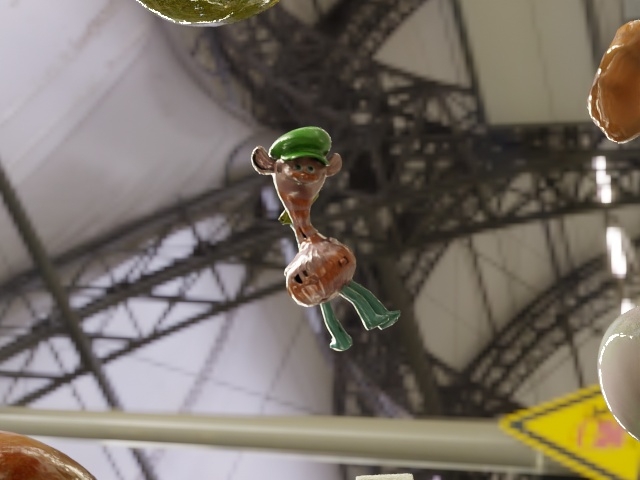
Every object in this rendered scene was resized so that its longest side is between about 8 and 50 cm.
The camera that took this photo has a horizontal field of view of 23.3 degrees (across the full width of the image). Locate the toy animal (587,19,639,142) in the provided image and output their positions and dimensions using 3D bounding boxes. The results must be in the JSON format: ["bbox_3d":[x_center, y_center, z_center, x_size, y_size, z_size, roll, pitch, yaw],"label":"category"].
[{"bbox_3d":[0.396,-0.106,1.194,0.216,0.338,0.191,-62,-30,-9],"label":"toy animal"}]

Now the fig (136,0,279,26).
[{"bbox_3d":[-0.072,-0.308,1.259,0.239,0.271,0.239,56,-165,-23],"label":"fig"}]

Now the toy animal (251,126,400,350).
[{"bbox_3d":[0.000,0.000,1.473,0.103,0.100,0.208,131,115,-78],"label":"toy animal"}]

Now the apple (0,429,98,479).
[{"bbox_3d":[-0.242,0.261,1.088,0.253,0.253,0.254,0,-90,-68],"label":"apple"}]

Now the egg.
[{"bbox_3d":[0.294,0.119,1.345,0.103,0.103,0.135,58,-163,-52],"label":"egg"}]

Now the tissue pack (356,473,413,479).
[{"bbox_3d":[0.064,0.261,1.466,0.023,0.056,0.108,-87,-7,-47],"label":"tissue pack"}]
